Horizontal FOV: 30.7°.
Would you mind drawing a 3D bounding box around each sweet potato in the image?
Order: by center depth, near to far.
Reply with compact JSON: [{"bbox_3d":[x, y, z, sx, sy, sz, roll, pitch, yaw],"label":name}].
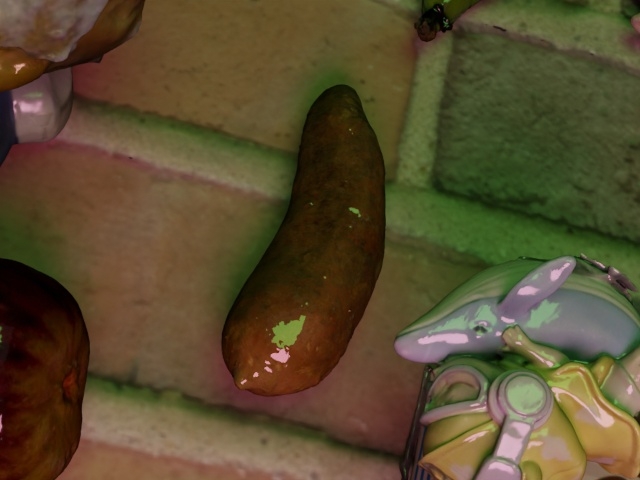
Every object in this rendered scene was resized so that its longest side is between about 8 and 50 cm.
[{"bbox_3d":[0.001,0.000,0.888,0.097,0.097,0.292,21,56,-3],"label":"sweet potato"}]

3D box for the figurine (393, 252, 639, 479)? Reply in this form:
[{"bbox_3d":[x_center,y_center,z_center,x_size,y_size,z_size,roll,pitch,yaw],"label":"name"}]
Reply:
[{"bbox_3d":[0.144,0.094,0.714,0.208,0.128,0.184,22,67,-1],"label":"figurine"}]

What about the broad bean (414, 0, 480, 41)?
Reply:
[{"bbox_3d":[0.179,-0.260,1.052,0.325,0.067,0.075,-38,50,-22],"label":"broad bean"}]

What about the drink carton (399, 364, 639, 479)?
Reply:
[{"bbox_3d":[0.225,0.199,0.829,0.324,0.132,0.194,17,65,-7],"label":"drink carton"}]

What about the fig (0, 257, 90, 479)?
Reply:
[{"bbox_3d":[-0.237,0.074,0.762,0.202,0.148,0.149,36,98,-10],"label":"fig"}]

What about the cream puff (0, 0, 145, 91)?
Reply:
[{"bbox_3d":[-0.275,-0.263,0.779,0.378,0.275,0.378,3,38,-3],"label":"cream puff"}]

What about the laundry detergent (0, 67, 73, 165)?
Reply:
[{"bbox_3d":[-0.320,-0.089,0.844,0.290,0.094,0.143,-11,61,-17],"label":"laundry detergent"}]

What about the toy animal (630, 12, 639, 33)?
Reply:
[{"bbox_3d":[0.390,-0.216,1.048,0.212,0.124,0.124,8,66,-13],"label":"toy animal"}]
